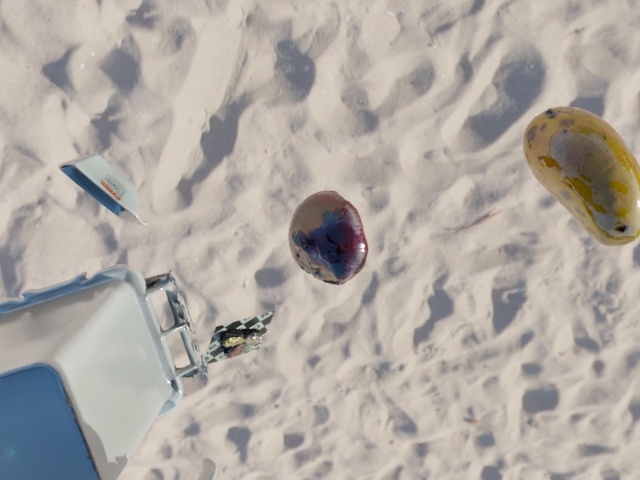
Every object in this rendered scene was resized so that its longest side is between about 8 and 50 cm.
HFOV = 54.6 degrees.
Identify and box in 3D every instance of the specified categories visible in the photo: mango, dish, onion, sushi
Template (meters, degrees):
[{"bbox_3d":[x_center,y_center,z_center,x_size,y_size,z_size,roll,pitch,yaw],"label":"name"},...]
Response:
[{"bbox_3d":[0.301,-0.073,0.696,0.090,0.115,0.178,-33,82,-5],"label":"mango"},{"bbox_3d":[-0.493,-0.122,1.461,0.234,0.154,0.064,46,67,-28],"label":"dish"},{"bbox_3d":[0.000,0.000,1.718,0.195,0.272,0.272,-14,132,-38],"label":"onion"},{"bbox_3d":[-0.139,0.183,1.089,0.120,0.026,0.126,-12,144,-34],"label":"sushi"}]

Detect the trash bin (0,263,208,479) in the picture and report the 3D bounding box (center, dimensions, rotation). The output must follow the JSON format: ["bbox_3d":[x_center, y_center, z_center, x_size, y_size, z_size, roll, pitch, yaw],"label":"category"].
[{"bbox_3d":[-0.324,0.191,0.811,0.295,0.368,0.256,-16,99,-3],"label":"trash bin"}]

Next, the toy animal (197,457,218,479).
[{"bbox_3d":[-0.191,0.468,1.016,0.130,0.221,0.104,25,107,-1],"label":"toy animal"}]
